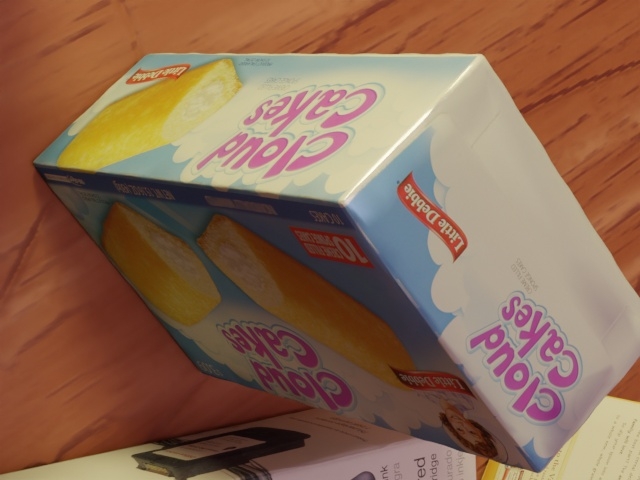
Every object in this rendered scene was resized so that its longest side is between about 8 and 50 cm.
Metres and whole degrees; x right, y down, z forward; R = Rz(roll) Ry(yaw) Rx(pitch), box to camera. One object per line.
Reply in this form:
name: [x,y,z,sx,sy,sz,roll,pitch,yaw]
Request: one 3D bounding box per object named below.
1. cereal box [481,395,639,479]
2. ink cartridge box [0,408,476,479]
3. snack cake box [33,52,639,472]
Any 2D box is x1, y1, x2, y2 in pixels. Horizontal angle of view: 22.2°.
cereal box: [0.170,0.175,0.879,0.047,0.240,0.173,31,78,-33]
ink cartridge box: [-0.039,0.187,0.818,0.237,0.100,0.172,-8,98,-35]
snack cake box: [0.000,0.000,0.726,0.089,0.264,0.152,-46,118,-22]
